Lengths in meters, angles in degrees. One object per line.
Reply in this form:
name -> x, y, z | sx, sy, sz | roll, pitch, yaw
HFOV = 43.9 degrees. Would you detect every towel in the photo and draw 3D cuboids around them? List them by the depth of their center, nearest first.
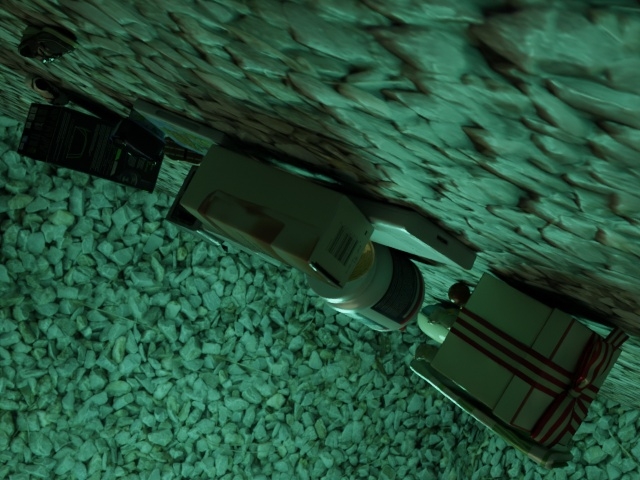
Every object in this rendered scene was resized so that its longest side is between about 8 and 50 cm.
towel -> 0.351, 0.348, 1.607 | 0.324, 0.038, 0.248 | 36, -175, 29

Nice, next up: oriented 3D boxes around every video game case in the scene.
video game case -> -0.230, -0.192, 1.511 | 0.193, 0.023, 0.212 | 24, 175, 17

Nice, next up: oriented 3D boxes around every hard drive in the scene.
hard drive -> 0.110, -0.029, 1.457 | 0.203, 0.040, 0.307 | 30, 173, -41

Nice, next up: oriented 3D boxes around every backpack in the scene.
backpack -> -0.366, -0.211, 1.610 | 0.105, 0.084, 0.114 | 33, 170, -22

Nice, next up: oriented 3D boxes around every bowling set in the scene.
bowling set -> 0.357, 0.184, 1.965 | 0.286, 0.200, 0.154 | -17, -169, -14

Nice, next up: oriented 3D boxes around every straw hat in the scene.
straw hat -> 0.038, 0.002, 1.484 | 0.144, 0.144, 0.061 | 25, -147, -5

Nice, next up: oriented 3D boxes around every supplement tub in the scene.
supplement tub -> 0.106, 0.090, 1.821 | 0.191, 0.191, 0.272 | 21, 173, 37

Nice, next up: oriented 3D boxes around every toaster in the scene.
toaster -> -0.291, -0.086, 2.043 | 0.185, 0.168, 0.110 | 21, 173, 39

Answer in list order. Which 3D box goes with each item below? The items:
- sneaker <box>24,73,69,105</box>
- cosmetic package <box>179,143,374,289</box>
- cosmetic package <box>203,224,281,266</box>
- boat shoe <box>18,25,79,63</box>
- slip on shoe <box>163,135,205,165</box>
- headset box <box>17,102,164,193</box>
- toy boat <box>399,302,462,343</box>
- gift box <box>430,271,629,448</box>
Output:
sneaker -> -0.607, -0.332, 1.778 | 0.043, 0.040, 0.109 | 17, 171, 43
cosmetic package -> -0.076, -0.043, 1.374 | 0.296, 0.129, 0.153 | 24, 171, 33
cosmetic package -> -0.151, -0.048, 1.863 | 0.151, 0.152, 0.183 | 24, 175, 18
boat shoe -> -0.418, -0.295, 1.216 | 0.056, 0.049, 0.152 | 30, 173, -40
slip on shoe -> -0.279, -0.188, 1.677 | 0.135, 0.052, 0.041 | 17, -172, 35
headset box -> -0.532, -0.218, 1.881 | 0.283, 0.131, 0.246 | 16, -179, -37
toy boat -> 0.371, 0.243, 2.512 | 0.318, 0.148, 0.267 | 19, -177, -26
gift box -> 0.424, 0.233, 1.546 | 0.276, 0.255, 0.258 | 22, -173, -41
